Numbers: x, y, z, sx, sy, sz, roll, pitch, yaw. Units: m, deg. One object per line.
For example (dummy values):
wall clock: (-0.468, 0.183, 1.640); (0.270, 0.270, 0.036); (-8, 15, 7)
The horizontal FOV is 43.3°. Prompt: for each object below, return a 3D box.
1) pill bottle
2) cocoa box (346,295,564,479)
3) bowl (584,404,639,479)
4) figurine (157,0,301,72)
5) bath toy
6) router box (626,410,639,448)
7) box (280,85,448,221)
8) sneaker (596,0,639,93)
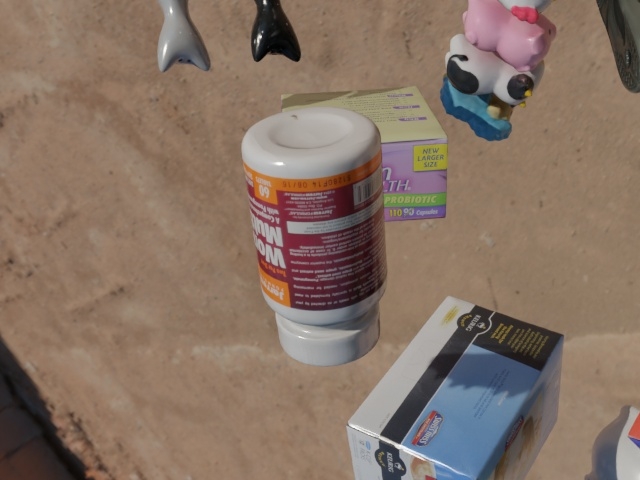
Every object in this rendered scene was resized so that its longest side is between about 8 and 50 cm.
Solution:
pill bottle: (0.000, 0.000, 0.739); (0.121, 0.121, 0.221); (17, 128, 32)
cocoa box: (0.238, 0.305, 1.358); (0.228, 0.347, 0.231); (18, 134, 31)
bowl: (0.563, 0.454, 1.424); (0.297, 0.134, 0.298); (64, 180, 0)
figurine: (-0.140, -0.333, 1.090); (0.092, 0.215, 0.209); (171, 87, -71)
bath toy: (0.273, -0.286, 1.177); (0.152, 0.128, 0.348); (-7, 155, -4)
router box: (0.508, 0.174, 0.871); (0.335, 0.301, 0.082); (42, 165, -30)
box: (0.054, -0.126, 1.154); (0.214, 0.243, 0.117); (-4, 116, -2)
sneaker: (0.376, -0.264, 0.871); (0.130, 0.227, 0.087); (-5, 154, -2)
